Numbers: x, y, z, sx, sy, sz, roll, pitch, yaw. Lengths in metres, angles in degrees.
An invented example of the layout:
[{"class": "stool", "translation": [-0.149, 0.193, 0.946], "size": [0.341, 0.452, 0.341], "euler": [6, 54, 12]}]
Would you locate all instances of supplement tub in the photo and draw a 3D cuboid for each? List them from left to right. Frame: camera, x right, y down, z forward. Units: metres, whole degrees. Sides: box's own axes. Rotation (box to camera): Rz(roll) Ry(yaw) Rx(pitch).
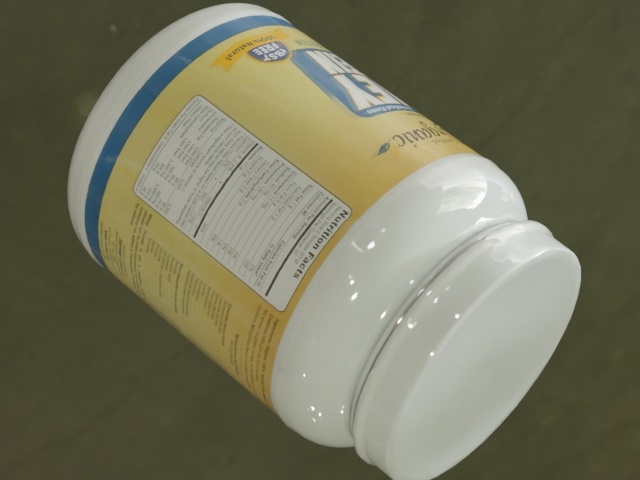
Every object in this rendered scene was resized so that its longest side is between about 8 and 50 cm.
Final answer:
[{"class": "supplement tub", "translation": [0.000, 0.000, 0.714], "size": [0.144, 0.199, 0.144], "euler": [-38, 150, -27]}]
